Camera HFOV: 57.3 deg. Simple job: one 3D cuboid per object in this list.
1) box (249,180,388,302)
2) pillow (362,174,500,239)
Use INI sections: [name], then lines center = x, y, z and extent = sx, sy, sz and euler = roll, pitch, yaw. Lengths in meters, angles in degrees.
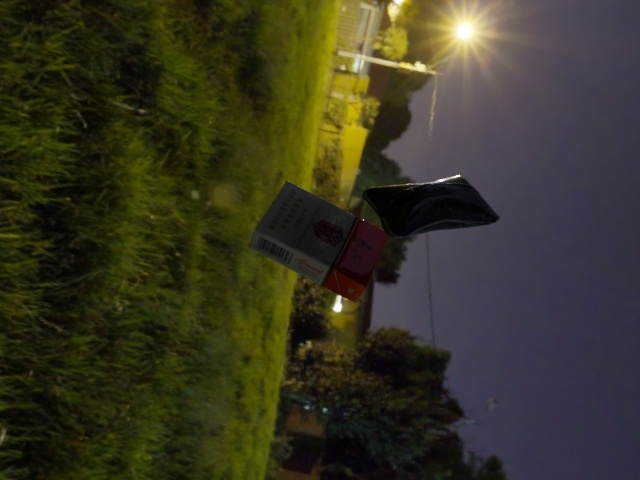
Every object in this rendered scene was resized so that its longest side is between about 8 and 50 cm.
[box]
center = 0.000, 0.000, 0.739
extent = 0.100, 0.152, 0.048
euler = -62, 176, -38
[pillow]
center = 0.121, -0.038, 0.655
extent = 0.091, 0.136, 0.055
euler = -148, -128, -68
